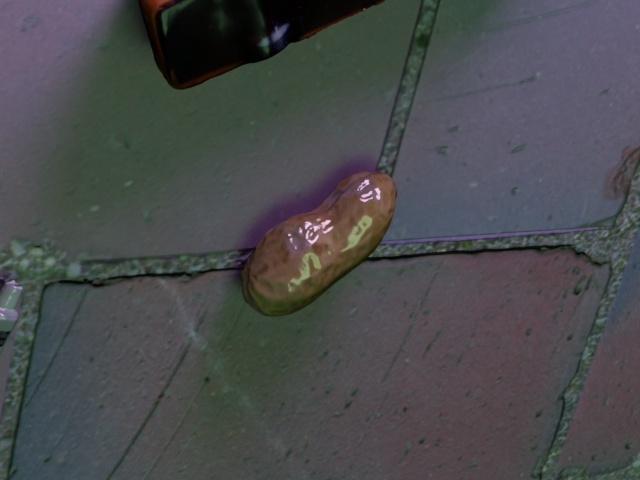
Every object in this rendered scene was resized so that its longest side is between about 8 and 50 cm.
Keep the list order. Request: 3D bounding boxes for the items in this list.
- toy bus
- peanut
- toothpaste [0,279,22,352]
[{"bbox_3d":[0.039,-0.245,1.528,0.408,0.092,0.093,-26,129,-16],"label":"toy bus"},{"bbox_3d":[0.000,0.000,1.690,0.174,0.080,0.080,-40,134,-7],"label":"peanut"},{"bbox_3d":[-0.306,0.119,1.603,0.049,0.031,0.204,15,114,-39],"label":"toothpaste"}]
